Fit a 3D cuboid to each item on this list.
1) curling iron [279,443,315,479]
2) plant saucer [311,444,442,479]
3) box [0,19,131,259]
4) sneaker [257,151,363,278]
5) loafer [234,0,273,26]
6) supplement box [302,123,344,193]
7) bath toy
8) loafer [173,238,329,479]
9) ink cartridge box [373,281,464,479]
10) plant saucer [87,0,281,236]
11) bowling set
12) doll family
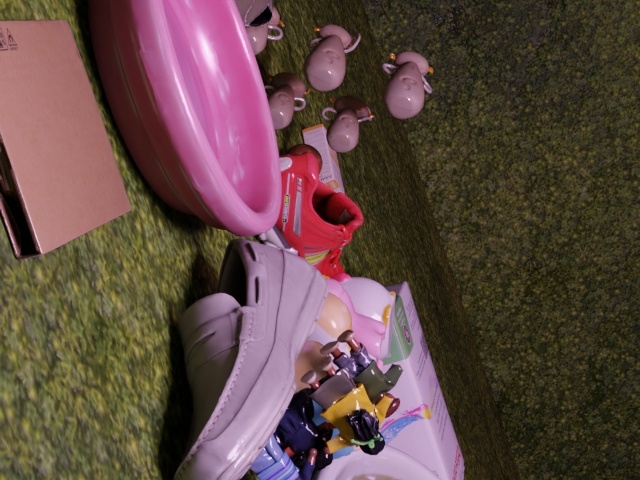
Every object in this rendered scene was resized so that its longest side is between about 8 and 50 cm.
[{"bbox_3d":[0.007,0.272,1.391,0.274,0.035,0.068,62,16,-46],"label":"curling iron"},{"bbox_3d":[0.092,0.400,1.286,0.400,0.100,0.400,43,26,-27],"label":"plant saucer"},{"bbox_3d":[-0.201,-0.080,0.926,0.201,0.021,0.164,-49,122,-77],"label":"box"},{"bbox_3d":[0.000,0.000,1.532,0.279,0.118,0.107,61,18,-48],"label":"sneaker"},{"bbox_3d":[-0.102,-0.313,1.605,0.251,0.094,0.087,-57,141,-69],"label":"loafer"},{"bbox_3d":[0.004,-0.118,1.932,0.062,0.036,0.098,52,24,-62],"label":"supplement box"},{"bbox_3d":[0.005,0.112,1.391,0.348,0.129,0.151,-53,148,-74],"label":"bath toy"},{"bbox_3d":[-0.078,0.103,1.101,0.111,0.112,0.319,32,28,-7],"label":"loafer"},{"bbox_3d":[0.094,0.216,1.682,0.201,0.117,0.278,-49,122,-77],"label":"ink cartridge box"},{"bbox_3d":[-0.131,-0.157,1.217,0.332,0.084,0.332,-16,90,-78],"label":"plant saucer"},{"bbox_3d":[-0.010,-0.196,1.732,0.154,0.287,0.200,-74,-171,-57],"label":"bowling set"},{"bbox_3d":[0.001,0.178,1.176,0.111,0.193,0.076,55,-2,-14],"label":"doll family"}]
